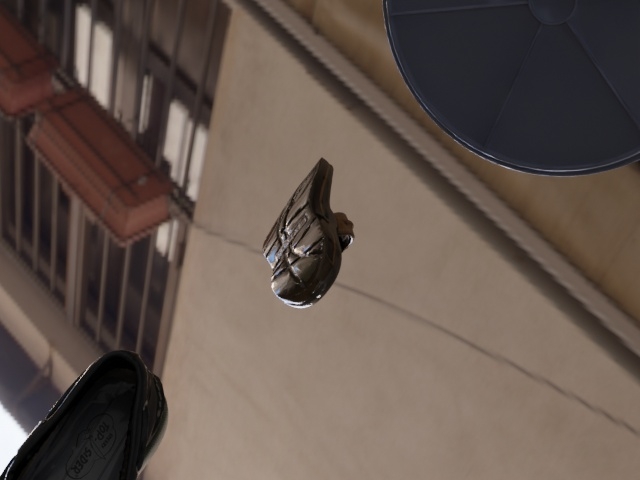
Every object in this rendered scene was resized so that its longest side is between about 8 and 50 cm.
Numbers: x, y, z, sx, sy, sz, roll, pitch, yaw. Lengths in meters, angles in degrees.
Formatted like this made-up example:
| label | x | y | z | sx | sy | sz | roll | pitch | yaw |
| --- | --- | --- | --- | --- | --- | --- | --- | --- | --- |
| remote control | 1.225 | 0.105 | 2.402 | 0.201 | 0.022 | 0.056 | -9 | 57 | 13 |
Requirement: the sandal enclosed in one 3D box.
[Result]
| label | x | y | z | sx | sy | sz | roll | pitch | yaw |
| --- | --- | --- | --- | --- | --- | --- | --- | --- | --- |
| sandal | 0.000 | 0.000 | 1.082 | 0.060 | 0.090 | 0.219 | 33 | -166 | -17 |

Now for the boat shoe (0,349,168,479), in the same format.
| label | x | y | z | sx | sy | sz | roll | pitch | yaw |
| --- | --- | --- | --- | --- | --- | --- | --- | --- | --- |
| boat shoe | -0.236 | 0.239 | 1.138 | 0.127 | 0.113 | 0.340 | 26 | -124 | 12 |

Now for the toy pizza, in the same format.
| label | x | y | z | sx | sy | sz | roll | pitch | yaw |
| --- | --- | --- | --- | --- | --- | --- | --- | --- | --- |
| toy pizza | 0.132 | -0.134 | 0.711 | 0.201 | 0.201 | 0.032 | 32 | -153 | 11 |
